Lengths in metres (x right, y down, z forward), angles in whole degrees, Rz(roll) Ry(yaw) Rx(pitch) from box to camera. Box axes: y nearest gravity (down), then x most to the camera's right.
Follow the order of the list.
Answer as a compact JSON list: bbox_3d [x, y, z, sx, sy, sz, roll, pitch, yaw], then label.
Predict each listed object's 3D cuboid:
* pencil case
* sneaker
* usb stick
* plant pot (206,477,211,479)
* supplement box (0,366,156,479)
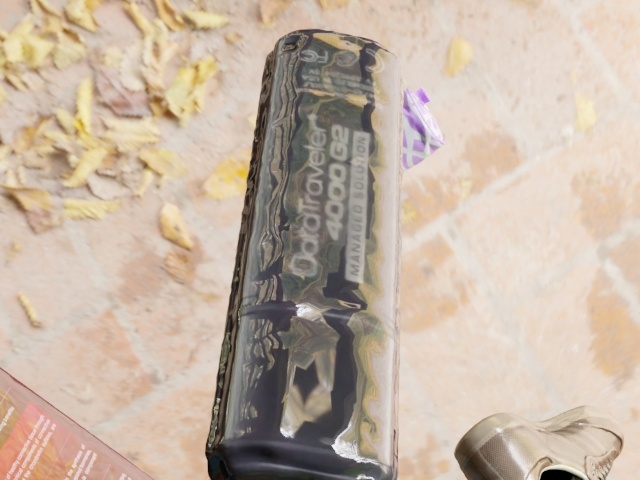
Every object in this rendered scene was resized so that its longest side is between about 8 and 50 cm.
[{"bbox_3d":[0.043,-0.095,1.382,0.206,0.088,0.086,-29,115,13],"label":"pencil case"},{"bbox_3d":[0.164,0.161,0.817,0.066,0.188,0.071,-53,54,25],"label":"sneaker"},{"bbox_3d":[0.000,0.000,0.547,0.077,0.045,0.278,10,47,-5],"label":"usb stick"},{"bbox_3d":[-0.032,0.357,1.503,0.293,0.196,0.293,-1,115,-3],"label":"plant pot"},{"bbox_3d":[-0.195,0.148,0.673,0.239,0.130,0.073,40,123,-13],"label":"supplement box"}]
